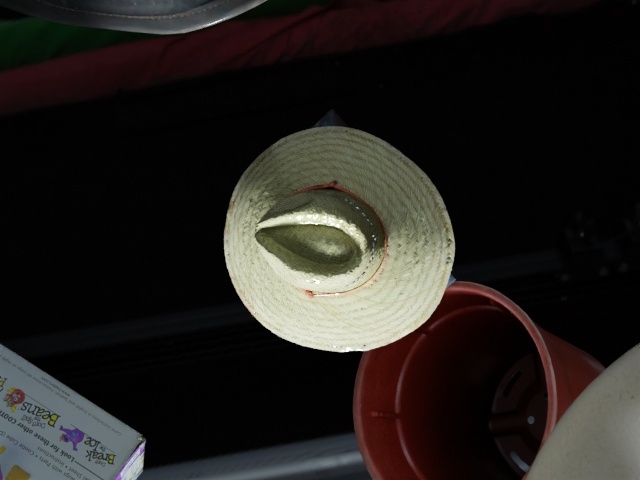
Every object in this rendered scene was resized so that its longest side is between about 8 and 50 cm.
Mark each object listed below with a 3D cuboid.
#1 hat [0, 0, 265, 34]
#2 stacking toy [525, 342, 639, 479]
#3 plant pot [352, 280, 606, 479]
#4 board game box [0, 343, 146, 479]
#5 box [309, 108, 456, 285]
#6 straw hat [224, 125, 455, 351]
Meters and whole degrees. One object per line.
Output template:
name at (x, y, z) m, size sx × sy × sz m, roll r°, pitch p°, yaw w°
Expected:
hat at (-0.110, -0.275, 0.551) m, size 0.331 × 0.134 × 0.331 m, roll -1°, pitch -94°, yaw 10°
stacking toy at (0.360, 0.240, 0.392) m, size 0.480 × 0.350 × 0.351 m, roll 17°, pitch -142°, yaw -25°
plant pot at (0.229, 0.211, 0.978) m, size 0.272 × 0.265 × 0.272 m, roll -17°, pitch -116°, yaw 40°
board game box at (-0.254, 0.221, 0.515) m, size 0.144 × 0.142 × 0.275 m, roll 32°, pitch -118°, yaw 3°
box at (0.055, -0.044, 0.863) m, size 0.059 × 0.183 × 0.233 m, roll -42°, pitch -167°, yaw 12°
straw hat at (0.000, 0.000, 0.443) m, size 0.144 × 0.144 × 0.061 m, roll 7°, pitch -177°, yaw 17°
